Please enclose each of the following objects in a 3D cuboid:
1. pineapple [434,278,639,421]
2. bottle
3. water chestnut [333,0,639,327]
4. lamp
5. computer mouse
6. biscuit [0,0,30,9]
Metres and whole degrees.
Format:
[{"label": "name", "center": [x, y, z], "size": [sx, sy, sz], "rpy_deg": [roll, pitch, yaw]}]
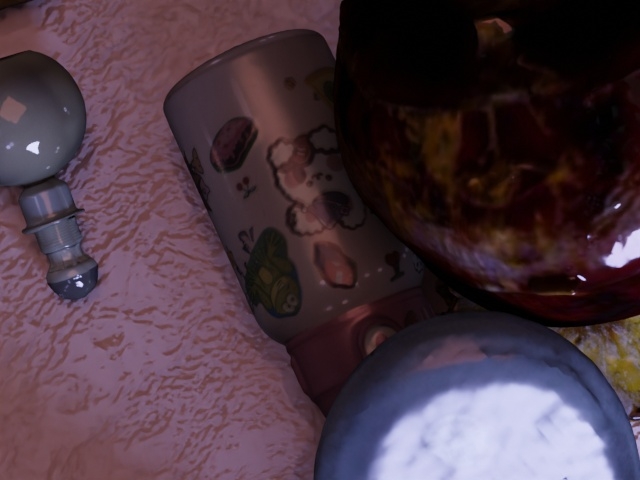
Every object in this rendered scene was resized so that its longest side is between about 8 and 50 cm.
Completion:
[{"label": "pineapple", "center": [0.168, 0.029, 1.222], "size": [0.221, 0.047, 0.221], "rpy_deg": [2, 77, -7]}, {"label": "bottle", "center": [0.000, 0.000, 1.176], "size": [0.120, 0.120, 0.253], "rpy_deg": [-24, 81, -8]}, {"label": "water chestnut", "center": [0.156, -0.124, 1.056], "size": [0.350, 0.350, 0.302], "rpy_deg": [-41, 124, -10]}, {"label": "lamp", "center": [-0.183, -0.038, 1.198], "size": [0.091, 0.091, 0.163], "rpy_deg": [-19, 97, -7]}, {"label": "computer mouse", "center": [0.103, 0.196, 1.118], "size": [0.188, 0.122, 0.371], "rpy_deg": [-11, 113, 2]}, {"label": "biscuit", "center": [-0.337, -0.233, 1.230], "size": [0.291, 0.062, 0.236], "rpy_deg": [-16, 80, -8]}]
